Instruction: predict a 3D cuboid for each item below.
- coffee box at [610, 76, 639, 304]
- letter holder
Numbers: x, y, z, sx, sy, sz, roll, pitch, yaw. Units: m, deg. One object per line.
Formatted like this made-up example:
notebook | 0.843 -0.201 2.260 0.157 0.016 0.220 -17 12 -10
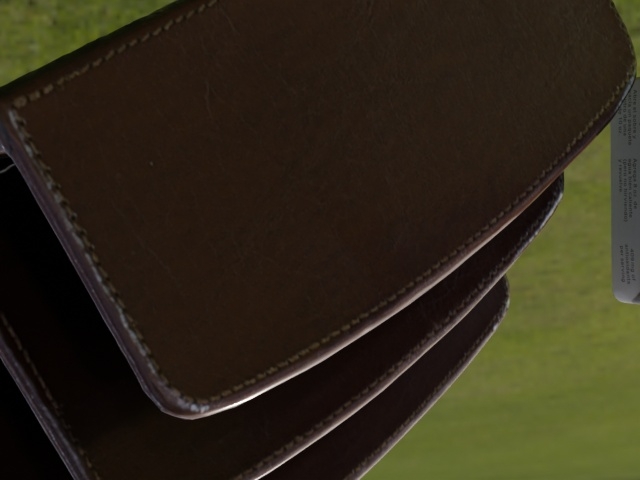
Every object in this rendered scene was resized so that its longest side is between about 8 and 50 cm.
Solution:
coffee box | 0.272 -0.023 0.664 0.168 0.119 0.297 -2 -178 -19
letter holder | 0.000 0.000 0.620 0.302 0.214 0.152 -35 -171 -40
